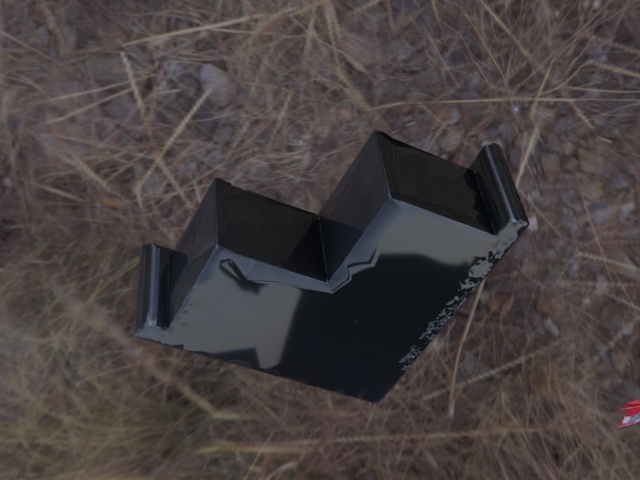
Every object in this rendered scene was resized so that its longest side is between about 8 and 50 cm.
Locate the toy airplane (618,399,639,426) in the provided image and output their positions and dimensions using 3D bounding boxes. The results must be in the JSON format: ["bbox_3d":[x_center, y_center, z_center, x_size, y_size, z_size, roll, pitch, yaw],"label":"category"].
[{"bbox_3d":[0.429,0.195,1.175,0.151,0.151,0.028,-18,80,13],"label":"toy airplane"}]

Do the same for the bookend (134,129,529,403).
[{"bbox_3d":[0.000,0.000,0.536,0.157,0.072,0.156,18,127,-22],"label":"bookend"}]
